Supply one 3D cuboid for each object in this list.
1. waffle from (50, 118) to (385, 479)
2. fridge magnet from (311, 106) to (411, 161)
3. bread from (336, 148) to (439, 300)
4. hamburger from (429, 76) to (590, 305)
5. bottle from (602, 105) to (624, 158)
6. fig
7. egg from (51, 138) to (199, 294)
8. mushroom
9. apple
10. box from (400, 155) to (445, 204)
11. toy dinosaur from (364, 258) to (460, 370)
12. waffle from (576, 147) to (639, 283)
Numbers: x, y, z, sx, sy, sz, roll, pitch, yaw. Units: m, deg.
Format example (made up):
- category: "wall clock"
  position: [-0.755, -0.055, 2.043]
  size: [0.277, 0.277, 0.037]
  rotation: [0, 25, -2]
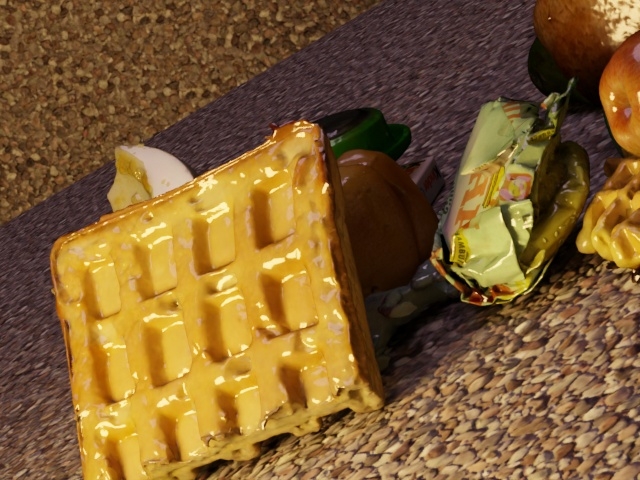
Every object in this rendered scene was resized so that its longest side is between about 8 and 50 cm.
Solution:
- category: "waffle"
  position: [-0.107, 0.073, 1.674]
  size: [0.348, 0.304, 0.077]
  rotation: [-23, -28, 25]
- category: "fridge magnet"
  position: [0.017, -0.107, 2.165]
  size: [0.208, 0.088, 0.208]
  rotation: [-20, 15, 6]
- category: "bread"
  position: [-0.017, 0.030, 1.832]
  size: [0.294, 0.167, 0.132]
  rotation: [-36, 15, -21]
- category: "hamburger"
  position: [0.199, -0.051, 1.658]
  size: [0.235, 0.125, 0.214]
  rotation: [-55, 13, 10]
- category: "bottle"
  position: [0.448, -0.174, 1.708]
  size: [0.330, 0.093, 0.093]
  rotation: [-25, 15, 25]
- category: "fig"
  position: [0.327, -0.217, 2.125]
  size: [0.117, 0.117, 0.177]
  rotation: [-30, 24, 6]
- category: "egg"
  position: [-0.229, 0.013, 2.377]
  size: [0.206, 0.162, 0.271]
  rotation: [2, 67, 24]
- category: "mushroom"
  position: [0.387, -0.243, 1.854]
  size: [0.283, 0.195, 0.263]
  rotation: [-28, -27, 11]
- category: "apple"
  position: [0.308, -0.133, 1.501]
  size: [0.102, 0.126, 0.126]
  rotation: [-10, 6, -20]
- category: "box"
  position: [0.000, 0.000, 2.109]
  size: [0.265, 0.048, 0.273]
  rotation: [-17, 18, 26]
- category: "toy dinosaur"
  position: [0.054, 0.085, 1.734]
  size: [0.242, 0.053, 0.167]
  rotation: [-33, 13, -5]
- category: "waffle"
  position: [0.381, -0.078, 1.542]
  size: [0.329, 0.062, 0.329]
  rotation: [-32, 18, 12]
